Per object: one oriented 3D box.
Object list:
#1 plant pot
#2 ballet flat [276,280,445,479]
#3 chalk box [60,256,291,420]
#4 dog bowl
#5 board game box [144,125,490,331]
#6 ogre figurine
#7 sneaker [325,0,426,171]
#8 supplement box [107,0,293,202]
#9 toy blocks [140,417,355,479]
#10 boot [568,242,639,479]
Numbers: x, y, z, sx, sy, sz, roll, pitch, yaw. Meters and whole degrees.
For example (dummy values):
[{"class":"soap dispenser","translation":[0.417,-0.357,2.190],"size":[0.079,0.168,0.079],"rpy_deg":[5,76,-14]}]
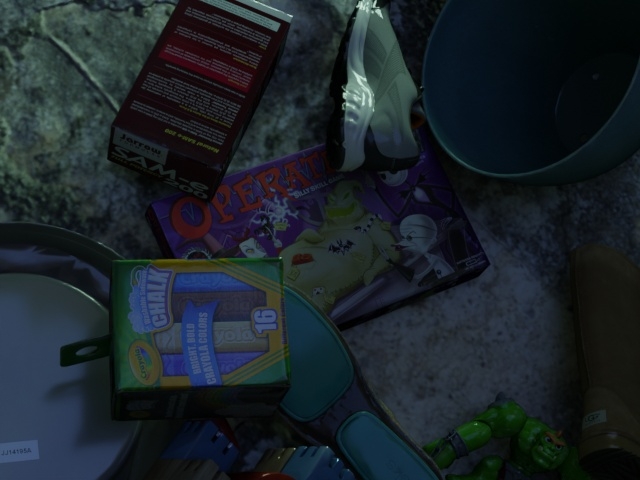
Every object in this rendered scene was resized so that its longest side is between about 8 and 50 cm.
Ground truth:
[{"class":"plant pot","translation":[0.291,-0.185,1.728],"size":[0.195,0.290,0.290],"rpy_deg":[23,59,-48]},{"class":"ballet flat","translation":[0.012,0.180,1.574],"size":[0.107,0.106,0.316],"rpy_deg":[-35,89,-10]},{"class":"chalk box","translation":[-0.144,0.097,1.431],"size":[0.213,0.132,0.132],"rpy_deg":[0,71,-10]},{"class":"dog bowl","translation":[-0.306,0.161,1.494],"size":[0.348,0.102,0.349],"rpy_deg":[5,69,-14]},{"class":"board game box","translation":[0.000,0.000,1.676],"size":[0.347,0.056,0.208],"rpy_deg":[-21,73,-22]},{"class":"ogre figurine","translation":[0.219,0.250,1.622],"size":[0.197,0.097,0.118],"rpy_deg":[33,82,14]},{"class":"sneaker","translation":[0.068,-0.179,1.710],"size":[0.108,0.100,0.271],"rpy_deg":[10,51,-8]},{"class":"supplement box","translation":[-0.133,-0.173,1.662],"size":[0.130,0.073,0.239],"rpy_deg":[23,56,1]},{"class":"toy blocks","translation":[-0.051,0.316,1.441],"size":[0.381,0.190,0.261],"rpy_deg":[50,56,-22]},{"class":"boot","translation":[0.369,0.166,1.687],"size":[0.236,0.089,0.269],"rpy_deg":[41,40,-37]}]
